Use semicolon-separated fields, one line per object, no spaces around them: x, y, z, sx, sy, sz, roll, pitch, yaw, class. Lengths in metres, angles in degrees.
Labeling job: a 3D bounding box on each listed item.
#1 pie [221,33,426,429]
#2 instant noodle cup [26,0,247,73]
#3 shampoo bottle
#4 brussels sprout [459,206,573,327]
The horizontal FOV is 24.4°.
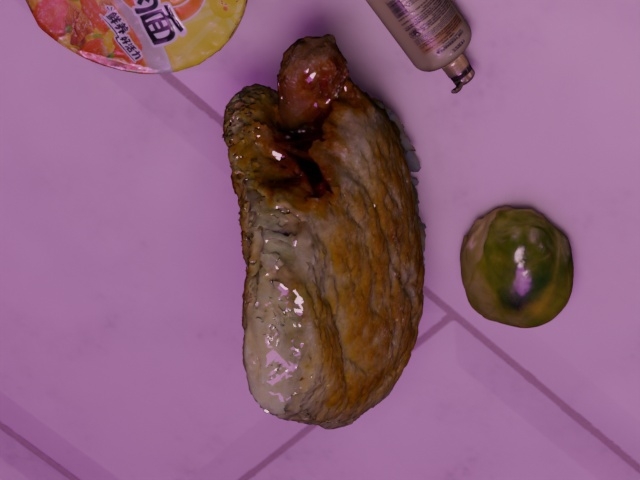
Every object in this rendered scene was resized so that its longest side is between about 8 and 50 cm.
0.003;0.026;1.682;0.180;0.418;0.395;-4;157;21;pie
-0.183;-0.340;1.624;0.264;0.200;0.264;6;125;9;instant noodle cup
0.123;-0.244;1.693;0.079;0.079;0.162;-28;114;28;shampoo bottle
0.241;0.044;1.833;0.151;0.122;0.149;37;121;-13;brussels sprout
